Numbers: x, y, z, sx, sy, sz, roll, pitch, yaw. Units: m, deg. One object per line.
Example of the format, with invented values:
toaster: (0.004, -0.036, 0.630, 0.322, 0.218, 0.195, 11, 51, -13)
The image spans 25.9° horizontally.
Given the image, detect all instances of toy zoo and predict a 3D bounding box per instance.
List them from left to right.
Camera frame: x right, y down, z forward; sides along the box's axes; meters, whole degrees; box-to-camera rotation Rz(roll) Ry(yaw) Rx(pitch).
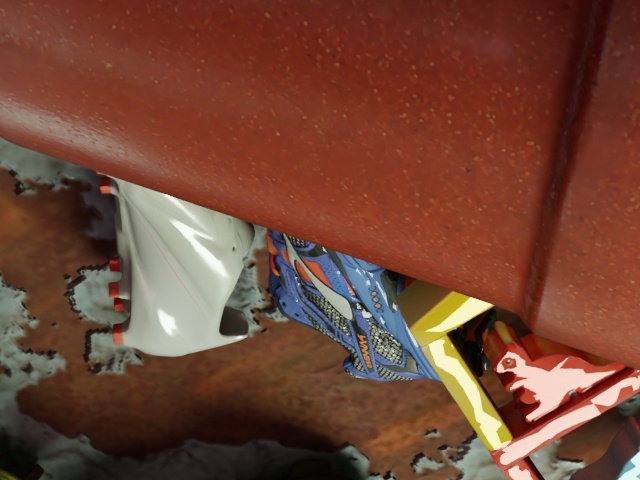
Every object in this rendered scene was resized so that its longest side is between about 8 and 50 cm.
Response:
toy zoo: (0.166, 0.056, 0.682, 0.192, 0.030, 0.293, -32, 120, 6)

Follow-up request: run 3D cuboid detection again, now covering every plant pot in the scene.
plant pot: (0.034, -0.102, 0.477, 0.265, 0.272, 0.272, 13, 130, 10)

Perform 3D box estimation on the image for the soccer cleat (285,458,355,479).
soccer cleat: (-0.089, 0.255, 0.864, 0.116, 0.143, 0.331, 39, 125, -20)

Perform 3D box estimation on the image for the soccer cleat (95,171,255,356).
soccer cleat: (-0.071, -0.021, 0.696, 0.076, 0.068, 0.196, -3, 131, -6)

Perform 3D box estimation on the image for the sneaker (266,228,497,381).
sneaker: (0.000, 0.000, 0.688, 0.087, 0.083, 0.221, -20, 120, 30)

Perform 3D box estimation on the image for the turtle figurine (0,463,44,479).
turtle figurine: (-0.200, 0.162, 0.846, 0.269, 0.087, 0.217, -22, 115, 35)
